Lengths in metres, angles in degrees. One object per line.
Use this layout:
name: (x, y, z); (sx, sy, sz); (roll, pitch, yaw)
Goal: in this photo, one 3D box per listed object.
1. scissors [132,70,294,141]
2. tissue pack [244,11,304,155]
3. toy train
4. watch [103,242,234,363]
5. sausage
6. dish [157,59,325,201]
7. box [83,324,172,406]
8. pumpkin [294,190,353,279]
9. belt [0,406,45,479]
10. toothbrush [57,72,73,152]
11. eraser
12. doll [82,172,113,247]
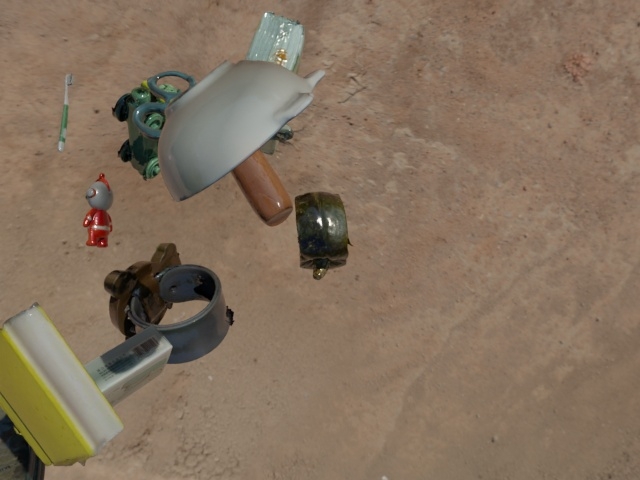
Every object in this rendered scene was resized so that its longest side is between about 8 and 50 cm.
scissors: (-0.184, -0.217, 0.923); (0.289, 0.041, 0.138); (15, 74, 9)
tissue pack: (-0.164, -0.488, 1.705); (0.162, 0.388, 0.288); (16, 76, -4)
toy train: (-0.522, -0.359, 1.690); (0.150, 0.369, 0.237); (40, 57, 11)
watch: (-0.434, 0.191, 1.620); (0.326, 0.335, 0.314); (13, 131, 19)
sausage: (-0.198, -0.191, 1.623); (0.121, 0.121, 0.304); (-33, 81, -1)
dish: (-0.112, -0.149, 0.607); (0.236, 0.228, 0.086); (-27, 114, 27)
box: (-0.470, 0.312, 1.189); (0.079, 0.269, 0.135); (42, 130, 14)
pumpkin: (0.000, 0.000, 1.448); (0.139, 0.317, 0.222); (-7, 77, -6)
belt: (-0.772, 0.457, 1.180); (0.173, 0.300, 0.437); (-16, 67, 2)
toothbrush: (-0.721, -0.364, 1.496); (0.024, 0.018, 0.257); (-8, 69, 14)
eraser: (-0.399, 0.216, 0.759); (0.158, 0.069, 0.226); (-25, 100, 33)
doll: (-0.724, -0.100, 1.729); (0.076, 0.142, 0.245); (-2, 86, 10)
